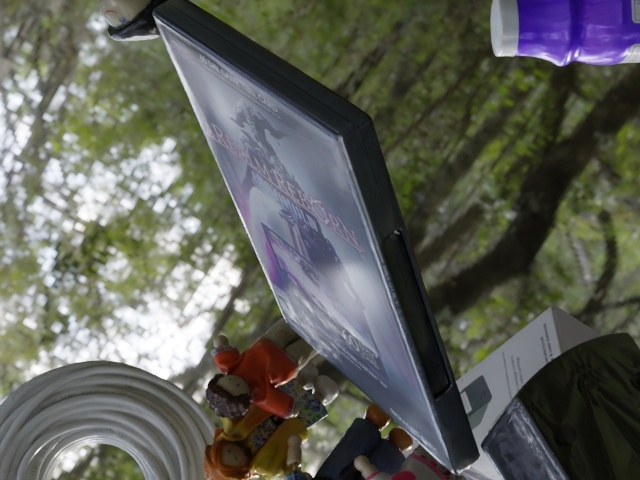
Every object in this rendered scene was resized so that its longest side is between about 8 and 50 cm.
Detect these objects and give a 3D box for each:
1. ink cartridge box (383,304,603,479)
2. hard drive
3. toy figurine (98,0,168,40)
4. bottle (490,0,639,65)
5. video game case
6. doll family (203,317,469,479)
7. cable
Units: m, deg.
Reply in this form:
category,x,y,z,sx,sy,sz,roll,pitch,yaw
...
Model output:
category,x,y,z,sx,sy,sz,roll,pitch,yaw
ink cartridge box,0.221,0.222,1.335,0.198,0.273,0.114,31,-146,-25
hard drive,0.196,0.154,0.839,0.172,0.054,0.255,59,-154,11
toy figurine,-0.125,-0.277,0.969,0.148,0.209,0.213,44,-166,-29
bottle,0.327,-0.236,1.363,0.283,0.092,0.118,-2,-179,-1
video game case,0.000,0.000,0.759,0.196,0.026,0.274,38,158,45
doll family,-0.004,0.190,1.086,0.263,0.118,0.163,37,-137,12
cable,-0.218,0.249,1.247,0.257,0.257,0.089,7,164,-5
